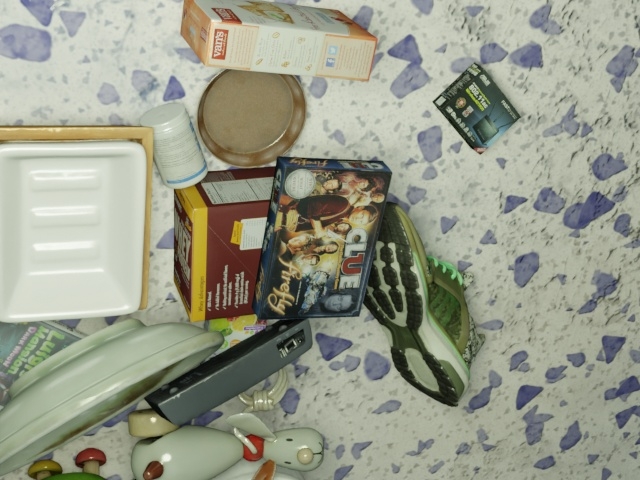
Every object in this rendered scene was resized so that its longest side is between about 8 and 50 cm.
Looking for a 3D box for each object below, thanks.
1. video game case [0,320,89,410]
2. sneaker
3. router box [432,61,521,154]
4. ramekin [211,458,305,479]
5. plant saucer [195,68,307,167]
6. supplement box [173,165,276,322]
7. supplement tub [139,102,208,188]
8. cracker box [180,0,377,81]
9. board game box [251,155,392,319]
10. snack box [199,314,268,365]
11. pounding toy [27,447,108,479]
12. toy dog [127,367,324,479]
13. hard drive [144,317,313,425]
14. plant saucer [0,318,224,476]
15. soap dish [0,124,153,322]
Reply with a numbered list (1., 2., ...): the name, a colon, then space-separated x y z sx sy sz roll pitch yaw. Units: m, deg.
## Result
1. video game case: -0.470 0.195 1.451 0.173 0.022 0.190 31 103 -32
2. sneaker: 0.182 0.084 1.611 0.182 0.158 0.410 -45 128 -32
3. router box: 0.251 -0.210 1.504 0.092 0.038 0.122 -44 124 5
4. ramekin: -0.140 0.491 1.677 0.277 0.135 0.277 -10 120 -17
5. plant saucer: -0.103 -0.189 1.382 0.169 0.029 0.168 -10 120 -17
6. supplement box: -0.115 0.002 1.421 0.194 0.129 0.191 -5 119 -19
7. supplement tub: -0.209 -0.134 1.344 0.071 0.071 0.107 -22 124 -9
8. cracker box: -0.060 -0.277 1.273 0.232 0.155 0.067 0 117 -22
9. board game box: 0.000 0.000 1.362 0.165 0.042 0.243 0 117 -22
10. snack box: -0.143 0.167 1.556 0.100 0.037 0.141 0 118 -20
11. pounding toy: -0.432 0.413 1.556 0.183 0.110 0.237 18 139 -40
12. toy dog: -0.163 0.340 1.486 0.334 0.161 0.220 -22 95 -7
13. hard drive: -0.137 0.199 1.431 0.255 0.172 0.054 -29 94 -19
14. plant saucer: -0.335 0.208 1.367 0.401 0.400 0.100 -31 83 -3
15. soap dish: -0.356 -0.031 1.314 0.229 0.118 0.290 -3 118 -20
